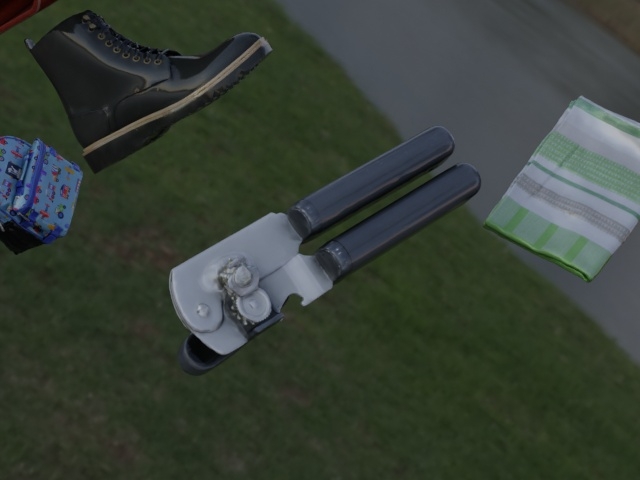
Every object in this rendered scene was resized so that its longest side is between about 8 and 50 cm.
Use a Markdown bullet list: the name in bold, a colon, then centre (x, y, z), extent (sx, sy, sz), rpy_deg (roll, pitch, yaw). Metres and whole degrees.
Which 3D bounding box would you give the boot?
- **boot**: centre (-0.155, -0.162, 1.166), extent (0.137, 0.198, 0.077), rpy_deg (59, 14, -5)

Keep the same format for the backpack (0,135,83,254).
- **backpack**: centre (-0.461, -0.085, 2.001), extent (0.173, 0.117, 0.158), rpy_deg (41, 50, -39)

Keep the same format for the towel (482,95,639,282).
- **towel**: centre (0.221, -0.047, 1.123), extent (0.113, 0.152, 0.023), rpy_deg (28, -22, 30)

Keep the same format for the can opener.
- **can opener**: centre (0.000, 0.000, 1.018), extent (0.280, 0.093, 0.074), rpy_deg (-32, 84, -26)

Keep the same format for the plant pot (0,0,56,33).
- **plant pot**: centre (-0.308, -0.335, 1.260), extent (0.236, 0.267, 0.267), rpy_deg (-36, 104, -43)
